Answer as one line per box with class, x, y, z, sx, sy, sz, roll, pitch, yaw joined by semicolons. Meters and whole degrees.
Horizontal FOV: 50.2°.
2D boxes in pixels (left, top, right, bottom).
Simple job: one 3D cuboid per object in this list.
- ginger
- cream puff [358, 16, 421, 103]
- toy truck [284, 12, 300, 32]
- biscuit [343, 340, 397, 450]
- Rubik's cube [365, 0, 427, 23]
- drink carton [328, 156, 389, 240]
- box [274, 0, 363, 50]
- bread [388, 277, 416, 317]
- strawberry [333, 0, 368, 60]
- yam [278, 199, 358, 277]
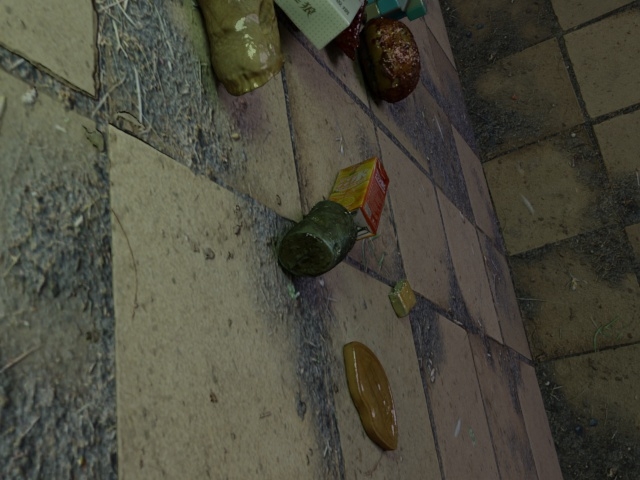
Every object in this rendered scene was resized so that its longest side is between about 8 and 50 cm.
ginger;-0.133;-0.386;1.122;0.190;0.126;0.353;35;40;-62
cream puff;0.196;-0.503;1.892;0.240;0.164;0.239;-6;90;-69
toy truck;-0.041;-0.555;1.518;0.115;0.080;0.177;46;34;-28
biscuit;0.099;0.283;1.258;0.220;0.029;0.142;69;23;-4
Rubik's cube;0.221;-0.767;2.082;0.224;0.213;0.265;68;21;-4
drink carton;0.074;-0.083;1.390;0.071;0.096;0.223;60;25;-23
box;-0.004;-0.555;1.414;0.210;0.095;0.330;45;35;-18
bread;0.189;0.134;1.565;0.070;0.035;0.083;65;30;-14
strawberry;0.057;-0.559;1.718;0.236;0.107;0.175;-72;171;-64
yam;0.000;0.000;1.166;0.107;0.107;0.183;67;25;-10
